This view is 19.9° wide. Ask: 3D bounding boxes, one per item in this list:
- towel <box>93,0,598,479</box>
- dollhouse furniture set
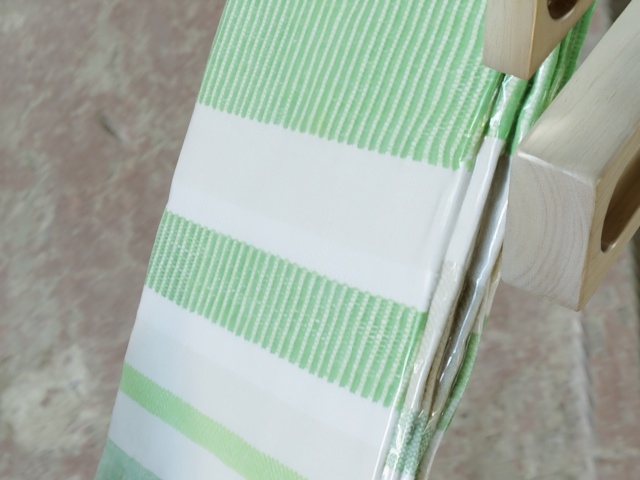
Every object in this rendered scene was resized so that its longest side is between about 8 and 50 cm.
[{"bbox_3d":[0.000,0.000,0.701,0.038,0.248,0.324,13,94,-29],"label":"towel"},{"bbox_3d":[0.125,-0.046,0.461,0.123,0.151,0.144,23,48,21],"label":"dollhouse furniture set"}]
